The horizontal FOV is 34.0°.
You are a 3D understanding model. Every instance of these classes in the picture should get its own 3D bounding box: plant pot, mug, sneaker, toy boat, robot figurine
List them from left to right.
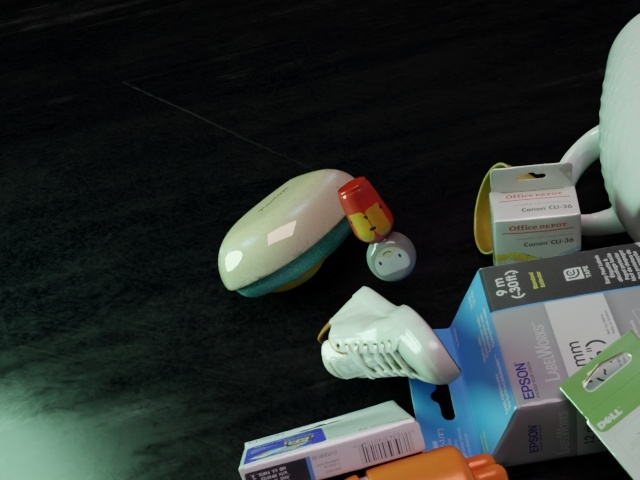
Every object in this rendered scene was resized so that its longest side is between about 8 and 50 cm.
[{"bbox_3d":[0.000,0.000,1.500,0.267,0.148,0.318,-41,19,-32],"label":"toy boat"},{"bbox_3d":[0.078,0.146,1.324,0.123,0.106,0.290,-39,16,-10],"label":"sneaker"},{"bbox_3d":[0.101,0.303,1.149,0.219,0.128,0.158,-16,44,-6],"label":"robot figurine"},{"bbox_3d":[0.294,-0.039,1.523,0.095,0.134,0.134,9,37,-14],"label":"plant pot"},{"bbox_3d":[0.492,-0.123,1.483,0.374,0.276,0.328,-22,36,39],"label":"mug"}]

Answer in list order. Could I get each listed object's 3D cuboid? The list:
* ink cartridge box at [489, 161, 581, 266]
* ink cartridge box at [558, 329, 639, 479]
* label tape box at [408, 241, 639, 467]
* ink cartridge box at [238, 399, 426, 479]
[{"bbox_3d":[0.290,-0.006,1.412,0.115,0.198,0.067,-6,39,8],"label":"ink cartridge box"},{"bbox_3d":[0.363,0.206,1.122,0.109,0.062,0.209,-40,44,4],"label":"ink cartridge box"},{"bbox_3d":[0.282,0.142,1.306,0.348,0.115,0.249,-8,39,2],"label":"label tape box"},{"bbox_3d":[0.009,0.246,1.249,0.206,0.045,0.208,-16,-2,-3],"label":"ink cartridge box"}]
